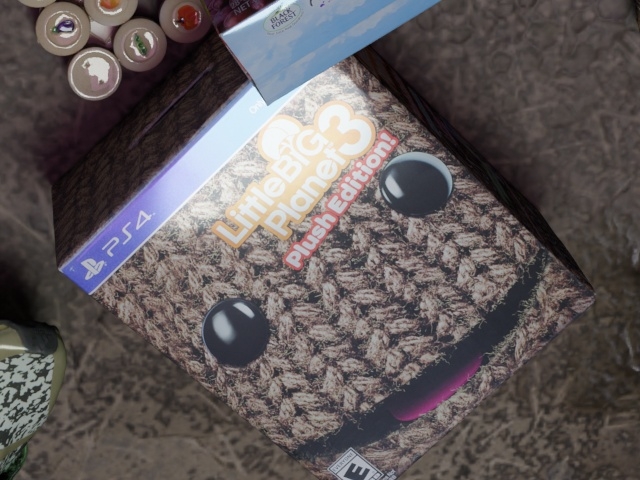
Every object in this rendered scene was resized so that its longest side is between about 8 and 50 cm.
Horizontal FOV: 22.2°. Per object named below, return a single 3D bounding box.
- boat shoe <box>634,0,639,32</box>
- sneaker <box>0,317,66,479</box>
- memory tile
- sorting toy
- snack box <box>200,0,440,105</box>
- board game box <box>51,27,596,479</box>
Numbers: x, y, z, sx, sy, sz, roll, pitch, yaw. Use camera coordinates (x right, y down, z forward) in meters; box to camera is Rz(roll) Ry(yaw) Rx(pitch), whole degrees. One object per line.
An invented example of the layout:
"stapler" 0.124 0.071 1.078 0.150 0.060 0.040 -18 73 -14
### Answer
"boat shoe" 0.312 -0.167 1.160 0.183 0.066 0.066 4 119 -2
"sneaker" -0.276 0.235 1.140 0.158 0.182 0.410 9 122 -50
"memory tile" -0.147 -0.176 1.079 0.113 0.012 0.148 -31 113 -4
"sorting toy" -0.160 -0.146 1.102 0.062 0.012 0.083 2 110 -17
"snack box" -0.002 -0.201 0.996 0.174 0.207 0.070 -31 131 4
"board game box" 0.000 0.000 1.128 0.232 0.141 0.291 -44 115 10
